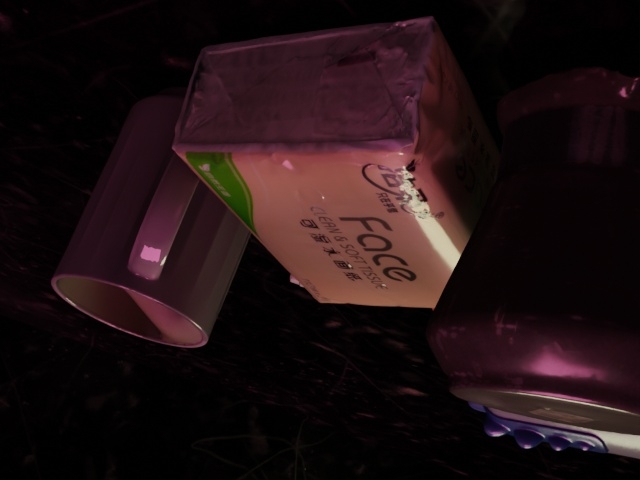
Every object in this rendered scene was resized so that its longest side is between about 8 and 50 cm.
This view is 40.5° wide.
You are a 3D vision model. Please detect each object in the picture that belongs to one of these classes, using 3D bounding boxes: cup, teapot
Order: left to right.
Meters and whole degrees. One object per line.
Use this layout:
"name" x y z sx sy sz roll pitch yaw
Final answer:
"cup" -0.208 -0.051 1.230 0.237 0.326 0.323 23 157 -7
"teapot" 0.289 0.019 0.970 0.306 0.361 0.376 12 166 5

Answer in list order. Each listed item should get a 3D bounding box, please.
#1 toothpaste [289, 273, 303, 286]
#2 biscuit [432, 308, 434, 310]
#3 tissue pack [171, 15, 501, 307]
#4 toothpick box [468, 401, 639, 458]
"toothpaste" 0.046 0.095 1.740 0.218 0.033 0.052 13 160 8
"biscuit" 0.312 0.128 1.367 0.334 0.047 0.202 36 134 23
"tissue pack" 0.056 -0.076 1.131 0.332 0.205 0.405 0 152 30
"toothpick box" 0.428 0.245 1.488 0.355 0.263 0.263 3 152 37
